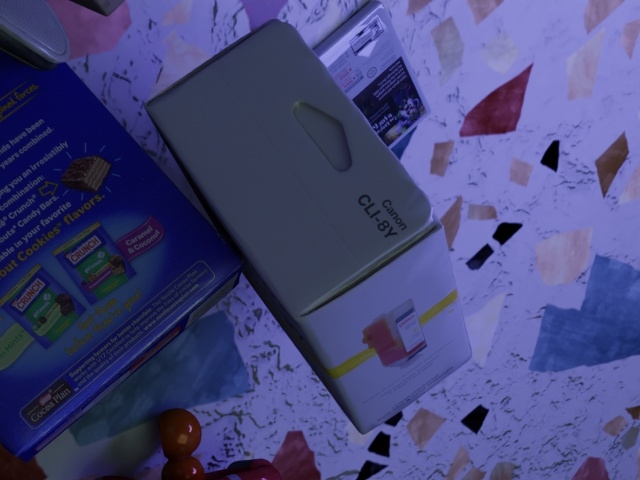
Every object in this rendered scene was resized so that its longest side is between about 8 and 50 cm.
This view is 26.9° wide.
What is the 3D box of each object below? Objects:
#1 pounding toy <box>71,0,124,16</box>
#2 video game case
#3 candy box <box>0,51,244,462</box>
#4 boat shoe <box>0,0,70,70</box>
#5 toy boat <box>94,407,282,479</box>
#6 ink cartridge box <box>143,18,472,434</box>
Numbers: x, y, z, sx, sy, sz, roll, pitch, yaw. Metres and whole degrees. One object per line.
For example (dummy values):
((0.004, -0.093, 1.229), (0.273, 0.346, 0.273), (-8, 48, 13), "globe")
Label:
((-0.200, -0.295, 1.252), (0.130, 0.141, 0.100), (-47, 131, -12), "pounding toy")
((0.032, -0.159, 1.579), (0.190, 0.022, 0.173), (-43, 129, -16), "video game case")
((-0.273, -0.003, 1.225), (0.268, 0.122, 0.317), (-40, 86, -16), "candy box")
((-0.323, -0.216, 1.158), (0.233, 0.084, 0.079), (32, 126, -28), "boat shoe")
((-0.163, 0.271, 1.561), (0.231, 0.151, 0.151), (-7, 83, -37), "toy boat")
((0.000, 0.000, 1.348), (0.160, 0.279, 0.384), (-34, 155, -5), "ink cartridge box")
